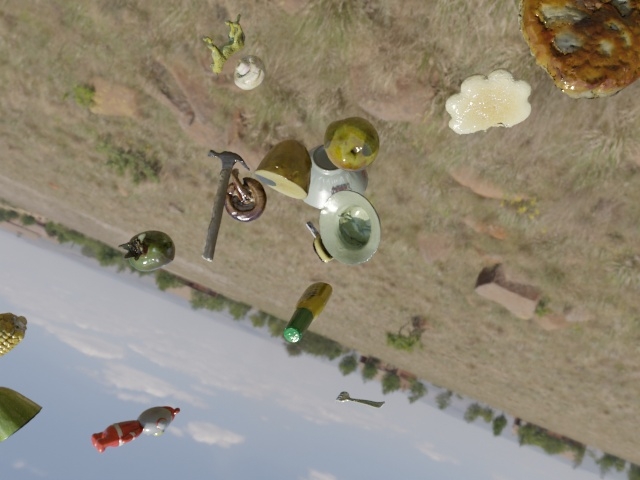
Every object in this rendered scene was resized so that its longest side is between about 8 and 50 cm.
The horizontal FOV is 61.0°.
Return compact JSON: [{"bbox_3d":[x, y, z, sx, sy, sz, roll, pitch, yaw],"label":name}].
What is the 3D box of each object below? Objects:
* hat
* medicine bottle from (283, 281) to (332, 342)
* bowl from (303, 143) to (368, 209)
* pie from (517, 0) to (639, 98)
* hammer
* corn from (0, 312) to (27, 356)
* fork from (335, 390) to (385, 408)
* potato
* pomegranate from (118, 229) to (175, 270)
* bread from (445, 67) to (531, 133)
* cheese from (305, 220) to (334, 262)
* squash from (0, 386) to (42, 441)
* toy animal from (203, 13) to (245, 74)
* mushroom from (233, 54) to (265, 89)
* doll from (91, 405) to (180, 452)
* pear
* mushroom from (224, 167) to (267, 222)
[{"bbox_3d":[0.131,-0.051,1.867,0.257,0.257,0.130,14,-162,36],"label":"hat"},{"bbox_3d":[-0.036,0.187,1.430,0.064,0.095,0.260,61,-157,-11],"label":"medicine bottle"},{"bbox_3d":[0.041,-0.309,2.327,0.338,0.337,0.157,20,153,12],"label":"bowl"},{"bbox_3d":[0.497,-0.403,1.006,0.309,0.308,0.085,21,167,7],"label":"pie"},{"bbox_3d":[-0.266,-0.092,1.430,0.125,0.297,0.027,12,171,2],"label":"hammer"},{"bbox_3d":[-0.686,0.220,1.065,0.080,0.238,0.080,55,174,9],"label":"corn"},{"bbox_3d":[0.100,0.430,1.458,0.028,0.034,0.219,55,149,-11],"label":"fork"},{"bbox_3d":[-0.097,-0.237,1.687,0.178,0.157,0.203,15,171,35],"label":"potato"},{"bbox_3d":[-0.558,0.028,1.737,0.152,0.130,0.191,-15,170,15],"label":"pomegranate"},{"bbox_3d":[0.500,-0.414,1.617,0.251,0.039,0.181,-10,126,8],"label":"bread"},{"bbox_3d":[0.000,0.001,1.953,0.162,0.086,0.036,55,138,8],"label":"cheese"},{"bbox_3d":[-0.660,0.333,1.115,0.132,0.105,0.105,53,161,-11],"label":"squash"},{"bbox_3d":[-0.316,-0.671,1.866,0.073,0.181,0.136,38,167,28],"label":"toy animal"},{"bbox_3d":[-0.170,-0.397,1.277,0.084,0.083,0.067,11,169,46],"label":"mushroom"},{"bbox_3d":[-0.511,0.523,1.530,0.245,0.076,0.142,-11,-175,-37],"label":"doll"},{"bbox_3d":[0.109,-0.328,1.859,0.200,0.199,0.200,21,169,4],"label":"pear"},{"bbox_3d":[-0.237,-0.141,1.673,0.135,0.170,0.080,-17,-174,0],"label":"mushroom"}]
